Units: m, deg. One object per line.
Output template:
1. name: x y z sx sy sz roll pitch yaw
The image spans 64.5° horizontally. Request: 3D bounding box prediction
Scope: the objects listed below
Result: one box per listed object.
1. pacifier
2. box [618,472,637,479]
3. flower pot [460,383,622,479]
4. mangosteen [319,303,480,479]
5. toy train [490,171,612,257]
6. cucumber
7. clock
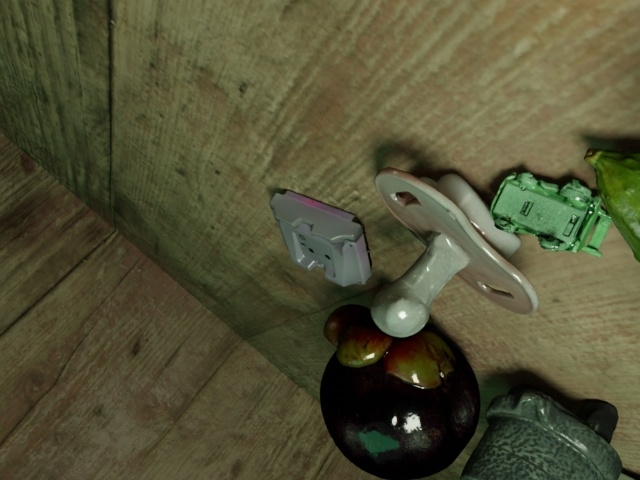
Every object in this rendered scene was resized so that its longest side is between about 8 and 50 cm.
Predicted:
1. pacifier: 0.196 0.021 0.810 0.332 0.273 0.220 43 137 -10
2. box: 0.801 0.691 1.167 0.367 0.090 0.373 50 164 -21
3. flower pot: 0.464 0.446 1.063 0.299 0.283 0.299 34 155 18
4. mangosteen: 0.161 0.331 1.181 0.382 0.382 0.435 -1 125 53
5. toy train: 0.319 -0.035 0.705 0.149 0.099 0.081 26 -174 37
6. cucumber: 0.404 -0.024 0.581 0.244 0.134 0.134 42 154 4
7. clock: 0.000 0.000 1.168 0.253 0.083 0.187 22 150 30
